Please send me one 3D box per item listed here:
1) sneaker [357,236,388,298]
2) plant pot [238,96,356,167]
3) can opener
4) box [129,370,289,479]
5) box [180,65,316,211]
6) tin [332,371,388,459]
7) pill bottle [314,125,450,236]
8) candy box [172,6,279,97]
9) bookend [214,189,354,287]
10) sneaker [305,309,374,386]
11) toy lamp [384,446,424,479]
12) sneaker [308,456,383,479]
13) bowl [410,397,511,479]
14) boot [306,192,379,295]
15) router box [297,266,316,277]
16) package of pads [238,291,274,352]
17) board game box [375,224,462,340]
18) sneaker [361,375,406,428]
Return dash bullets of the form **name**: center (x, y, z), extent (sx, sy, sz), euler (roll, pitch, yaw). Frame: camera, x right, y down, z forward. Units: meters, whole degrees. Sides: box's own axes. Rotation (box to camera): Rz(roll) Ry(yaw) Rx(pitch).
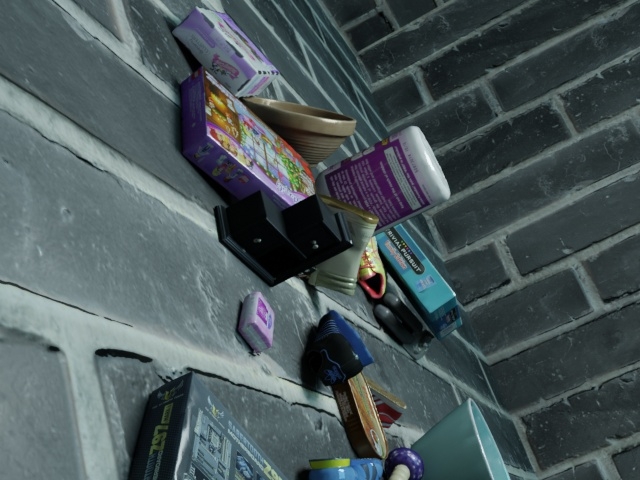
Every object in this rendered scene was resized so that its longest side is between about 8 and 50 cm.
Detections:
- **sneaker**: center (0.104, 0.048, 1.840), extent (0.209, 0.081, 0.094), euler (58, 17, -24)
- **plant pot**: center (-0.054, -0.210, 1.569), extent (0.237, 0.237, 0.110), euler (-54, 157, -74)
- **can opener**: center (0.199, 0.209, 1.963), extent (0.095, 0.076, 0.283), euler (32, -10, 42)
- **box**: center (-0.090, 0.270, 0.775), extent (0.233, 0.059, 0.183), euler (55, 16, -27)
- **box**: center (-0.113, -0.137, 1.341), extent (0.293, 0.057, 0.201), euler (39, 26, -37)
- **tin**: center (0.065, 0.288, 1.356), extent (0.106, 0.040, 0.190), euler (35, 32, -55)
- **pill bottle**: center (0.094, -0.094, 1.597), extent (0.169, 0.301, 0.169), euler (58, 15, -25)
- **candy box**: center (-0.174, -0.355, 1.507), extent (0.165, 0.070, 0.196), euler (47, 15, -3)
- **bookend**: center (-0.054, -0.021, 1.231), extent (0.156, 0.157, 0.072), euler (48, 20, -48)
- **sneaker**: center (0.015, 0.178, 1.309), extent (0.081, 0.090, 0.232), euler (60, -7, -8)
- **toy lamp**: center (0.112, 0.397, 1.250), extent (0.080, 0.080, 0.274), euler (64, 11, 4)
- **sneaker**: center (0.038, 0.346, 1.110), extent (0.209, 0.069, 0.082), euler (34, 47, -65)
- **bowl**: center (0.260, 0.465, 1.451), extent (0.311, 0.163, 0.312), euler (-23, 90, -80)
- **boot**: center (0.000, 0.000, 1.492), extent (0.213, 0.165, 0.077), euler (24, 14, 36)
- **router box**: center (-0.058, 0.000, 1.425), extent (0.092, 0.038, 0.123), euler (36, 30, -63)
- **package of pads**: center (-0.090, 0.115, 1.116), extent (0.050, 0.032, 0.083), euler (58, 15, -25)
- **board game box**: center (0.217, 0.066, 1.969), extent (0.336, 0.079, 0.254), euler (55, -2, 25)
- **sneaker**: center (0.091, 0.296, 1.446), extent (0.118, 0.067, 0.042), euler (34, 14, 8)
